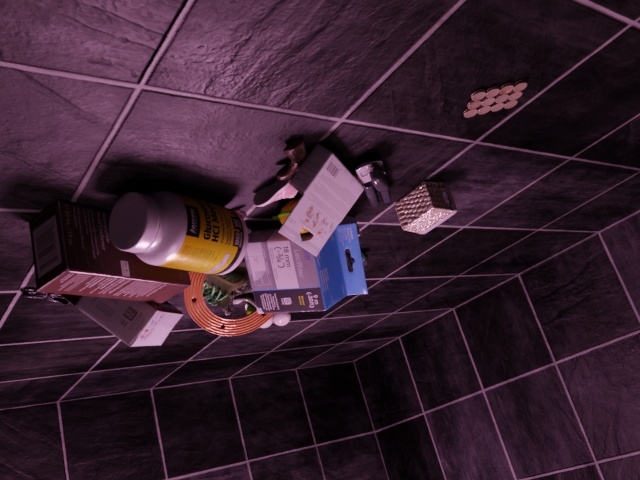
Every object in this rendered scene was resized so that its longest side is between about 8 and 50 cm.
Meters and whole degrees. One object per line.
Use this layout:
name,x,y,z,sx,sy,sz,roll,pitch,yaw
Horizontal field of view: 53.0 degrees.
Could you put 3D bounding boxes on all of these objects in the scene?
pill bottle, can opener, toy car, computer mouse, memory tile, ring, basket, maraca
pill bottle,-0.356,-0.020,1.630,0.188,0.187,0.334,-28,157,28
can opener,0.160,-0.146,1.827,0.076,0.095,0.283,-18,159,6
toy car,-0.202,0.252,2.529,0.182,0.159,0.136,-3,121,-30
computer mouse,-0.746,0.142,1.926,0.262,0.060,0.184,-26,156,25
memory tile,0.440,-0.358,1.620,0.148,0.012,0.113,-13,159,-7
ring,-0.269,0.144,2.037,0.337,0.336,0.032,-8,-159,-22
basket,0.330,-0.104,2.038,0.103,0.113,0.167,2,152,-36
maraca,-0.066,-0.068,1.863,0.127,0.099,0.186,10,171,-26

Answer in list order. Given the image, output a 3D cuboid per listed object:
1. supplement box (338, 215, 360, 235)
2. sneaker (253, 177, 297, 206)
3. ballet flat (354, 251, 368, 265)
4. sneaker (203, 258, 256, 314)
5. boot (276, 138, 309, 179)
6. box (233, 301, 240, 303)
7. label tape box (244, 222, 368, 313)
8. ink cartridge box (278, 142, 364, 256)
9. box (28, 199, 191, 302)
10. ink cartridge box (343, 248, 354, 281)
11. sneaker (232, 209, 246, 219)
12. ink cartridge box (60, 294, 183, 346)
supplement box,0.000,0.000,2.108,0.130,0.073,0.239,7,148,-45
sneaker,-0.114,-0.125,1.737,0.134,0.051,0.070,-32,149,25
ballet flat,0.093,0.103,2.446,0.203,0.074,0.074,-25,158,14
sneaker,-0.333,0.150,2.082,0.410,0.182,0.158,1,153,-38
boot,-0.077,-0.201,1.592,0.106,0.037,0.114,-32,161,3
box,-0.313,0.169,2.278,0.101,0.087,0.102,5,150,-44
label tape box,-0.046,0.085,1.925,0.334,0.240,0.106,-5,-159,18
ink cartridge box,-0.008,-0.098,1.700,0.239,0.060,0.275,-54,154,0
box,-0.530,0.041,1.652,0.143,0.191,0.381,-28,157,28
ink cartridge box,0.050,0.079,2.034,0.109,0.150,0.063,-27,152,24
sneaker,-0.258,-0.056,1.833,0.119,0.047,0.057,-24,180,20
ink cartridge box,-0.585,0.187,1.909,0.130,0.272,0.309,-55,175,-6
